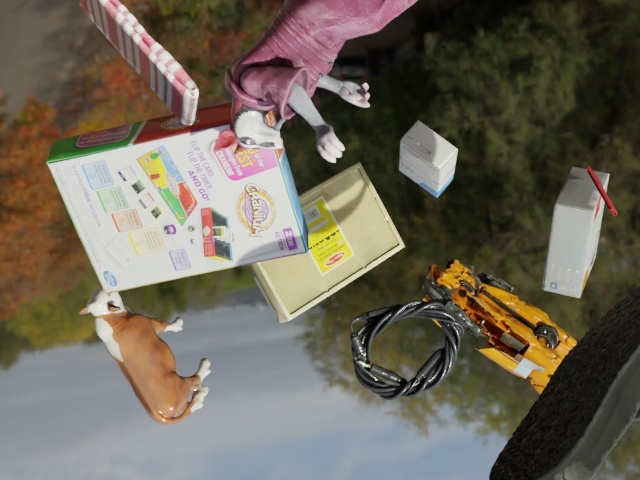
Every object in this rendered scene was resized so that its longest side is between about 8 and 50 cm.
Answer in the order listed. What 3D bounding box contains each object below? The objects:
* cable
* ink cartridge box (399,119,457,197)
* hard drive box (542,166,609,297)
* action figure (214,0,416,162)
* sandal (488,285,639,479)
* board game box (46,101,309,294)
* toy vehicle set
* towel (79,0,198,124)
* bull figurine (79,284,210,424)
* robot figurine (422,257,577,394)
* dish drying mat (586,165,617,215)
[{"bbox_3d":[0.142,0.173,1.769,0.184,0.150,0.047,-12,179,-2],"label":"cable"},{"bbox_3d":[0.182,-0.137,1.883,0.052,0.088,0.122,-48,165,-13],"label":"ink cartridge box"},{"bbox_3d":[0.573,-0.019,2.498,0.089,0.232,0.181,13,-144,19],"label":"hard drive box"},{"bbox_3d":[-0.026,-0.261,1.415,0.370,0.276,0.248,-47,-171,8],"label":"action figure"},{"bbox_3d":[0.357,0.176,1.312,0.446,0.107,0.167,-43,-170,-31],"label":"sandal"},{"bbox_3d":[-0.197,-0.061,1.593,0.316,0.242,0.064,-11,-145,7],"label":"board game box"},{"bbox_3d":[0.000,0.000,1.829,0.267,0.166,0.035,-31,-174,-30],"label":"toy vehicle set"},{"bbox_3d":[-0.197,-0.215,1.208,0.029,0.197,0.144,-41,-178,-9],"label":"towel"},{"bbox_3d":[-0.328,0.210,2.121,0.101,0.310,0.188,-39,162,32],"label":"bull figurine"},{"bbox_3d":[0.296,0.139,1.890,0.291,0.085,0.211,34,-155,12],"label":"robot figurine"},{"bbox_3d":[0.434,-0.076,1.716,0.008,0.083,0.032,-34,149,19],"label":"dish drying mat"}]
